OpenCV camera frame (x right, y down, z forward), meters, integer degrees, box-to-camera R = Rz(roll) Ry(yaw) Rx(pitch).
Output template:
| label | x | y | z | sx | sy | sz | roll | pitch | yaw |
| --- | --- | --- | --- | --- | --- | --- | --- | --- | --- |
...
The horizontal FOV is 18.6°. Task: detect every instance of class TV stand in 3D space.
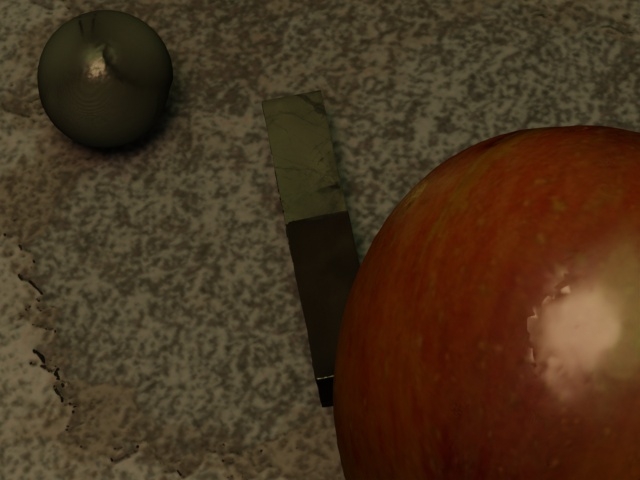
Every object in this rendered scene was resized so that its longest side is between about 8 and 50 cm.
| label | x | y | z | sx | sy | sz | roll | pitch | yaw |
| --- | --- | --- | --- | --- | --- | --- | --- | --- | --- |
| TV stand | 0.000 | 0.000 | 1.428 | 0.049 | 0.040 | 0.256 | -11 | 55 | -1 |

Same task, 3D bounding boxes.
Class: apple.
| label | x | y | z | sx | sy | sz | roll | pitch | yaw |
| --- | --- | --- | --- | --- | --- | --- | --- | --- | --- |
| apple | 0.170 | 0.099 | 1.174 | 0.339 | 0.339 | 0.339 | -3 | 55 | 4 |

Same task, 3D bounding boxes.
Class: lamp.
| label | x | y | z | sx | sy | sz | roll | pitch | yaw |
| --- | --- | --- | --- | --- | --- | --- | --- | --- | --- |
| lamp | -0.164 | -0.123 | 1.492 | 0.105 | 0.105 | 0.105 | -3 | 55 | 4 |
